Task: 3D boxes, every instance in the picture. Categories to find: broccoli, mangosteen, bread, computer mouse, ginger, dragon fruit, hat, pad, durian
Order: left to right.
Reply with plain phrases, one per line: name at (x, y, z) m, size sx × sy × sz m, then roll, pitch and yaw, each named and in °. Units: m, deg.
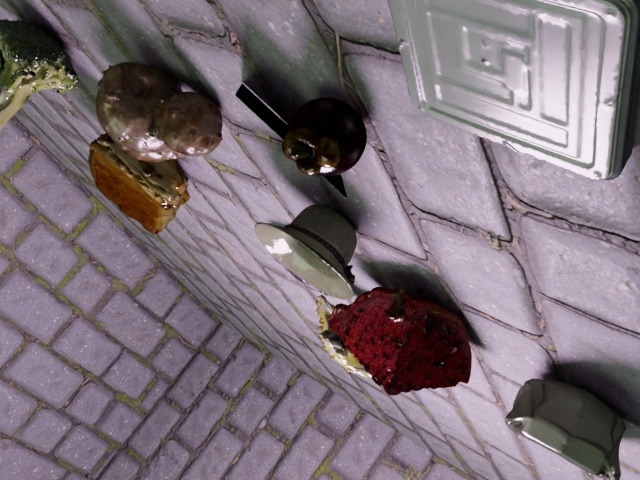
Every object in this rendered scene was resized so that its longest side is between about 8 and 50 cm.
broccoli at (-0.750, -0.353, 1.773) m, size 0.221 × 0.361 × 0.252 m, roll 36°, pitch -157°, yaw -20°
bread at (-0.478, -0.177, 1.981) m, size 0.277 × 0.167 × 0.324 m, roll 38°, pitch 155°, yaw 0°
ginger at (-0.358, -0.249, 1.531) m, size 0.256 × 0.176 × 0.375 m, roll 27°, pitch 169°, yaw -22°
pad at (-0.047, -0.171, 1.235) m, size 0.245 × 0.006 × 0.170 m, roll 42°, pitch -168°, yaw -15°
mangosteen at (-0.001, -0.150, 1.102) m, size 0.140 × 0.140 × 0.140 m, roll 34°, pitch 163°, yaw 12°
hat at (0.000, 0.000, 1.523) m, size 0.257 × 0.130 × 0.257 m, roll 35°, pitch 164°, yaw 11°
durian at (0.110, 0.252, 1.892) m, size 0.306 × 0.172 × 0.166 m, roll 28°, pitch 158°, yaw 13°
dragon fruit at (0.140, 0.211, 1.629) m, size 0.330 × 0.240 × 0.302 m, roll 15°, pitch 135°, yaw 37°
computer mouse at (0.498, 0.366, 1.475) m, size 0.228 × 0.145 × 0.429 m, roll 24°, pitch 173°, yaw 17°

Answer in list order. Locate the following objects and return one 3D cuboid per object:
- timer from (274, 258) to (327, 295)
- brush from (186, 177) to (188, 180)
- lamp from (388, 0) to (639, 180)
timer at (-0.044, 0.060, 1.897) m, size 0.208 × 0.069 × 0.191 m, roll 47°, pitch 164°, yaw -34°
brush at (-0.392, -0.173, 2.090) m, size 0.024 × 0.008 × 0.083 m, roll 45°, pitch 162°, yaw -19°
lamp at (0.192, -0.190, 0.752) m, size 0.269 × 0.047 × 0.266 m, roll 28°, pitch 160°, yaw 30°
